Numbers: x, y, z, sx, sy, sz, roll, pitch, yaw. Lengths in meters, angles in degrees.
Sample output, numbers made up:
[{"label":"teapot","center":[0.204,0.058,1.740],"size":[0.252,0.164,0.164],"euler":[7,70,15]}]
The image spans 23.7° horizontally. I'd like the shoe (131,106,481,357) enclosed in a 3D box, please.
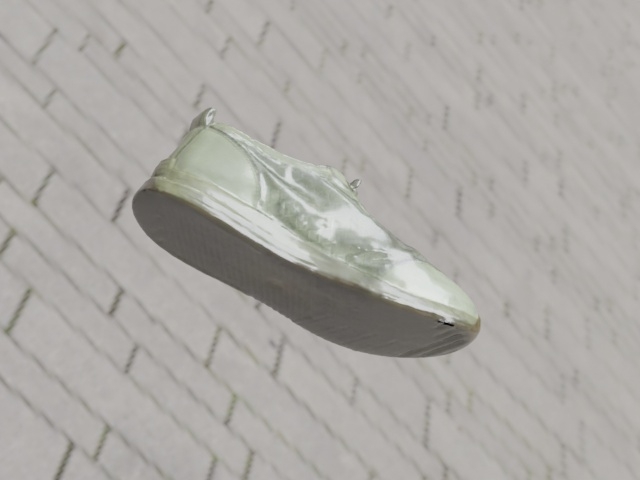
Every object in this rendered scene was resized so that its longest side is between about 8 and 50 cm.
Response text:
[{"label":"shoe","center":[0.000,0.000,1.128],"size":[0.274,0.103,0.098],"euler":[30,63,-14]}]
